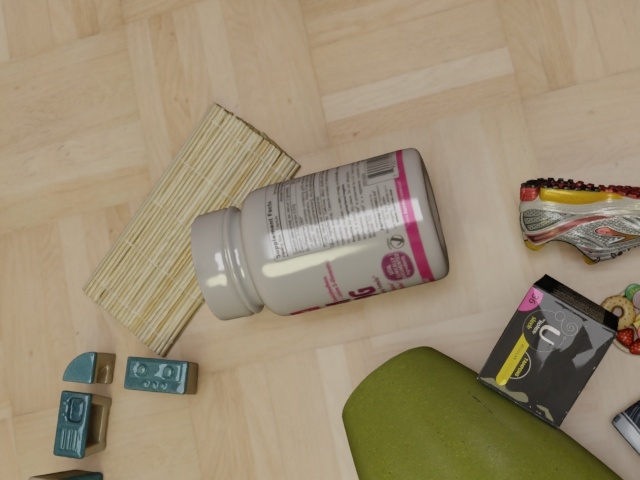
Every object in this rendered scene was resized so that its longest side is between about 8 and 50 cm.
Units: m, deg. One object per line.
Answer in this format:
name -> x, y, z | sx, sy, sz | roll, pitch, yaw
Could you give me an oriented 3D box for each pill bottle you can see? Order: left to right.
pill bottle -> 0.000, 0.000, 1.134 | 0.283, 0.160, 0.160 | -14, 79, 11

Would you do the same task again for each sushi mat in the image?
sushi mat -> -0.172, -0.018, 1.250 | 0.151, 0.019, 0.317 | 35, 91, 16

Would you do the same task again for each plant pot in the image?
plant pot -> 0.161, 0.265, 1.027 | 0.275, 0.275, 0.293 | -41, 60, 4

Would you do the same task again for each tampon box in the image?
tampon box -> 0.256, 0.117, 1.049 | 0.101, 0.161, 0.120 | 31, 101, 15

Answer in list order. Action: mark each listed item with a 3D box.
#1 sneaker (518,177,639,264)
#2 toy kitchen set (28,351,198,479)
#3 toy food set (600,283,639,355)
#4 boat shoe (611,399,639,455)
sneaker -> 0.345, -0.018, 1.110 | 0.225, 0.088, 0.093 | 7, 103, 14
toy kitchen set -> -0.252, 0.246, 1.174 | 0.166, 0.122, 0.207 | 4, 83, 13
toy food set -> 0.375, 0.093, 1.108 | 0.082, 0.020, 0.083 | -29, 76, 7
boat shoe -> 0.416, 0.248, 1.051 | 0.083, 0.065, 0.183 | -40, 74, 6
